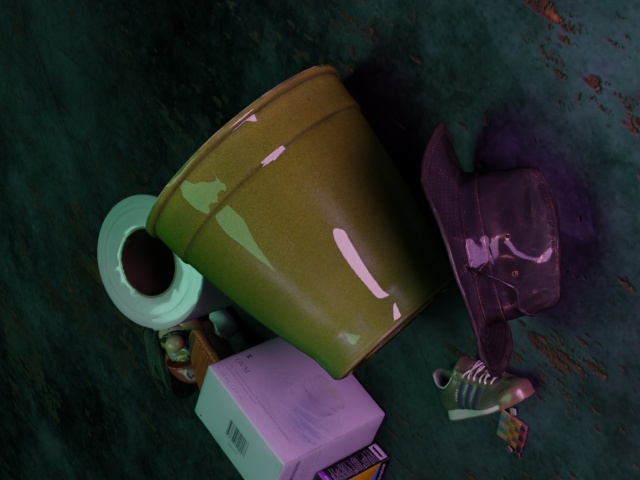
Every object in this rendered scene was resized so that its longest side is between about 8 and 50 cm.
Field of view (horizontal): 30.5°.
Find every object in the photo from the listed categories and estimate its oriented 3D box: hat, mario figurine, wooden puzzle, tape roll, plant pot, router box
[{"bbox_3d":[0.240,-0.002,1.484,0.134,0.331,0.331,-15,97,19],"label":"hat"},{"bbox_3d":[-0.287,0.129,2.303,0.198,0.170,0.320,-7,101,54],"label":"mario figurine"},{"bbox_3d":[0.283,0.280,1.732,0.049,0.006,0.083,37,136,38],"label":"wooden puzzle"},{"bbox_3d":[-0.259,0.025,2.131,0.246,0.169,0.246,6,102,31],"label":"tape roll"},{"bbox_3d":[0.000,0.000,1.710,0.353,0.366,0.366,49,143,7],"label":"plant pot"},{"bbox_3d":[0.041,0.444,2.046,0.046,0.133,0.179,46,141,31],"label":"router box"}]

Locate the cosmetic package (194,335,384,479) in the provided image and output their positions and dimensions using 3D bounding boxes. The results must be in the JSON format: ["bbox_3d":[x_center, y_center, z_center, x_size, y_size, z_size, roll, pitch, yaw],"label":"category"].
[{"bbox_3d":[-0.054,0.293,2.013,0.224,0.224,0.138,49,139,26],"label":"cosmetic package"}]

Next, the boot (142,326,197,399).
[{"bbox_3d":[-0.340,0.210,2.504,0.161,0.083,0.246,26,127,52],"label":"boot"}]

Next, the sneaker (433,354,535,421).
[{"bbox_3d":[0.227,0.208,1.716,0.086,0.064,0.192,62,149,1],"label":"sneaker"}]

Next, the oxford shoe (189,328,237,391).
[{"bbox_3d":[-0.117,0.295,2.185,0.364,0.132,0.130,50,144,24],"label":"oxford shoe"}]
